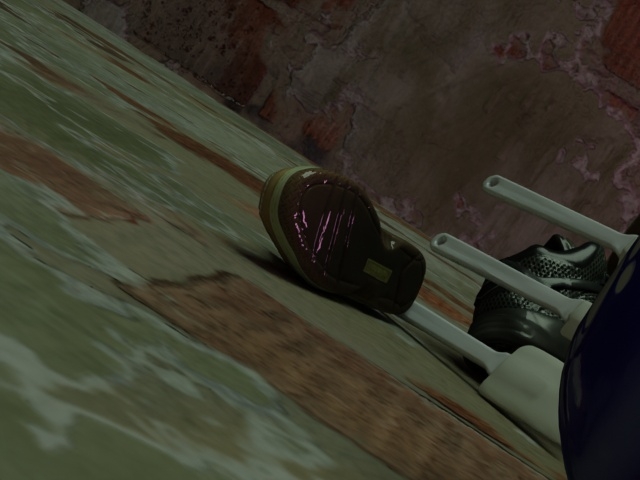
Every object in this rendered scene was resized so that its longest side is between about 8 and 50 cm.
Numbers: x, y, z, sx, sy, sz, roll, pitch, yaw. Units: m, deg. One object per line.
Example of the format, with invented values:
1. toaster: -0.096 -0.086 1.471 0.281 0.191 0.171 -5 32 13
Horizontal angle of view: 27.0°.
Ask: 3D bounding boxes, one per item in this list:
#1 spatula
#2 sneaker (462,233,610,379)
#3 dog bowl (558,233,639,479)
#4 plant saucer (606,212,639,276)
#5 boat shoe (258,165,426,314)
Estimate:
1. spatula: 0.144 0.032 0.890 0.019 0.168 0.242 54 -13 -33
2. sneaker: 0.209 0.075 0.975 0.228 0.130 0.087 30 -37 -18
3. dog bowl: 0.219 0.072 0.448 0.265 0.104 0.264 16 42 -15
4. plant saucer: 0.371 0.063 1.118 0.311 0.310 0.050 30 11 -29
5. boat shoe: 0.000 0.000 0.867 0.072 0.068 0.190 21 -12 32
